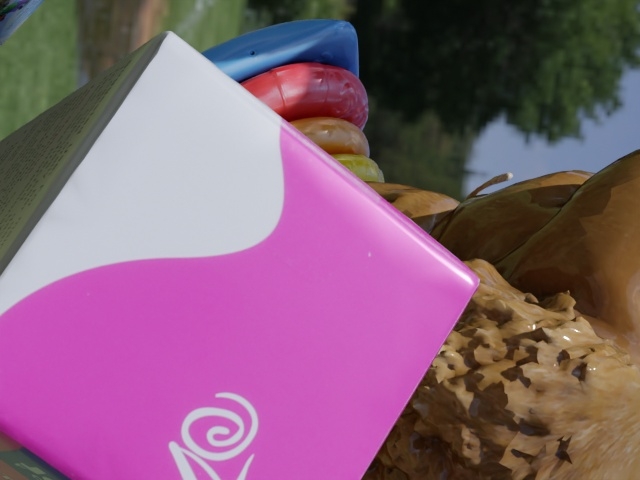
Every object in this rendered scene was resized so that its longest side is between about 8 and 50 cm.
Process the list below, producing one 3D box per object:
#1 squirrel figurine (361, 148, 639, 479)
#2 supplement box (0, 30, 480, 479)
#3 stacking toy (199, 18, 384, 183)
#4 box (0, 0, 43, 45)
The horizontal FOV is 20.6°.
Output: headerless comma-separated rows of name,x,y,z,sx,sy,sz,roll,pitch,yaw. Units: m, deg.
squirrel figurine,0.079,0.055,1.081,0.397,0.370,0.281,-18,117,-43
supplement box,-0.067,0.032,0.531,0.114,0.111,0.220,-58,-164,-20
stacking toy,0.000,0.000,1.331,0.165,0.175,0.302,90,-24,-64
box,-0.237,-0.114,0.979,0.159,0.044,0.233,-30,177,-44
